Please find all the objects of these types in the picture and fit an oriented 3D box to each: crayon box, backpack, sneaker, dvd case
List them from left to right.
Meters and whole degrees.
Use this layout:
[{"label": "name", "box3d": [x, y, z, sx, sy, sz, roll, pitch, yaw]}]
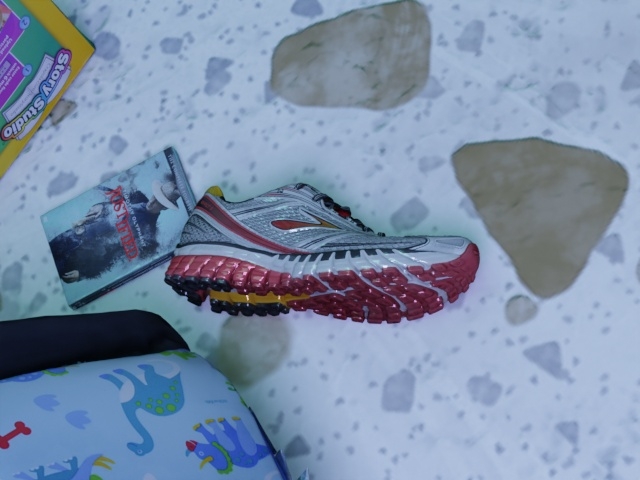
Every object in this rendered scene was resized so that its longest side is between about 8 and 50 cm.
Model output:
[{"label": "crayon box", "box3d": [-0.312, -0.094, 1.140, 0.081, 0.165, 0.278, 29, 79, 29]}, {"label": "backpack", "box3d": [-0.131, 0.214, 0.879, 0.273, 0.290, 0.355, -39, 64, 46]}, {"label": "dvd case", "box3d": [-0.150, -0.010, 1.129, 0.119, 0.013, 0.087, -26, 61, 7]}, {"label": "sneaker", "box3d": [0.000, 0.000, 1.027, 0.225, 0.088, 0.092, 4, 67, 22]}]
